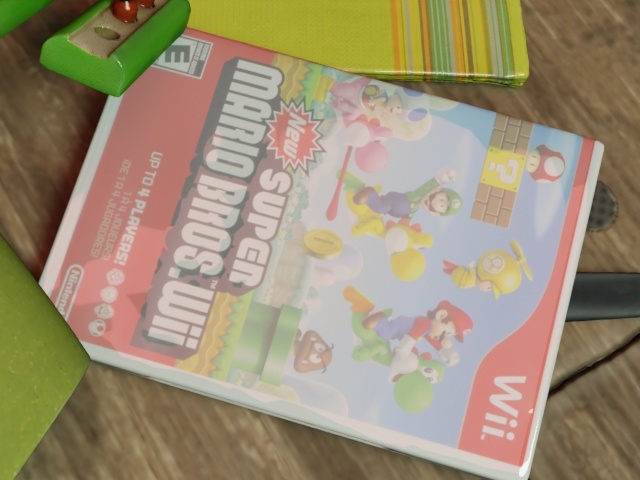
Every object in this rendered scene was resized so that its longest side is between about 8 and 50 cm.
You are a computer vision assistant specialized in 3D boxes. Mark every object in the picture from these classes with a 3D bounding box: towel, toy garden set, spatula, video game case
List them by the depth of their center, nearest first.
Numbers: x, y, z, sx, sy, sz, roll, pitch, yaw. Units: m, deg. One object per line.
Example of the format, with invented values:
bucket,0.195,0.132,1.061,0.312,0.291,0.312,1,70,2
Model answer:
toy garden set,-0.183,-0.186,0.550,0.244,0.049,0.204,23,32,-1
video game case,0.000,0.000,0.557,0.285,0.025,0.204,16,76,3
spatula,0.227,0.030,0.587,0.296,0.030,0.084,-3,77,-5
towel,0.014,-0.147,0.634,0.237,0.021,0.102,1,65,-5

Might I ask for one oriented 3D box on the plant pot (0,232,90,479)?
plant pot,-0.263,0.026,0.435,0.293,0.275,0.275,37,70,-10
